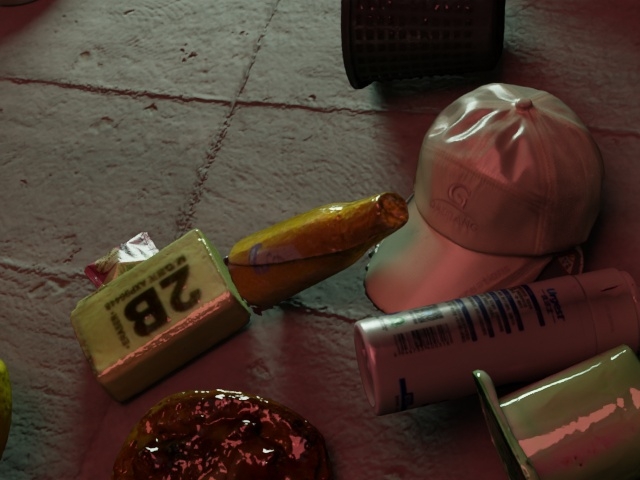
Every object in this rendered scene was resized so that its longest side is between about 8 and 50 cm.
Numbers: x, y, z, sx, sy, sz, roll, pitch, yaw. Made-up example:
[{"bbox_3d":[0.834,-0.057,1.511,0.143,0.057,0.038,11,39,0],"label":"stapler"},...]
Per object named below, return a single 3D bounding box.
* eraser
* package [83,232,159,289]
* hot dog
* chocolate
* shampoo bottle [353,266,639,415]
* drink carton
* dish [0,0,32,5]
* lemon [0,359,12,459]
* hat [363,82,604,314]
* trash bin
[{"bbox_3d":[-0.171,0.078,1.716,0.172,0.058,0.117,-32,52,2],"label":"eraser"},{"bbox_3d":[-0.214,0.026,1.787,0.083,0.029,0.059,-32,44,-11],"label":"package"},{"bbox_3d":[-0.102,0.227,1.570,0.227,0.099,0.160,-9,57,15],"label":"hot dog"},{"bbox_3d":[0.000,0.000,1.621,0.219,0.085,0.086,-27,46,44],"label":"chocolate"},{"bbox_3d":[0.186,0.086,1.499,0.303,0.092,0.092,-12,53,-9],"label":"shampoo bottle"},{"bbox_3d":[0.230,0.173,1.441,0.142,0.144,0.146,-23,53,-4],"label":"drink carton"},{"bbox_3d":[-0.389,-0.420,2.108,0.236,0.086,0.228,-6,57,19],"label":"dish"},{"bbox_3d":[-0.441,0.197,1.657,0.240,0.240,0.219,20,94,32],"label":"lemon"},{"bbox_3d":[0.151,-0.031,1.587,0.275,0.161,0.232,-49,50,-7],"label":"hat"},{"bbox_3d":[0.116,-0.245,1.743,0.161,0.175,0.175,4,61,11],"label":"trash bin"}]
